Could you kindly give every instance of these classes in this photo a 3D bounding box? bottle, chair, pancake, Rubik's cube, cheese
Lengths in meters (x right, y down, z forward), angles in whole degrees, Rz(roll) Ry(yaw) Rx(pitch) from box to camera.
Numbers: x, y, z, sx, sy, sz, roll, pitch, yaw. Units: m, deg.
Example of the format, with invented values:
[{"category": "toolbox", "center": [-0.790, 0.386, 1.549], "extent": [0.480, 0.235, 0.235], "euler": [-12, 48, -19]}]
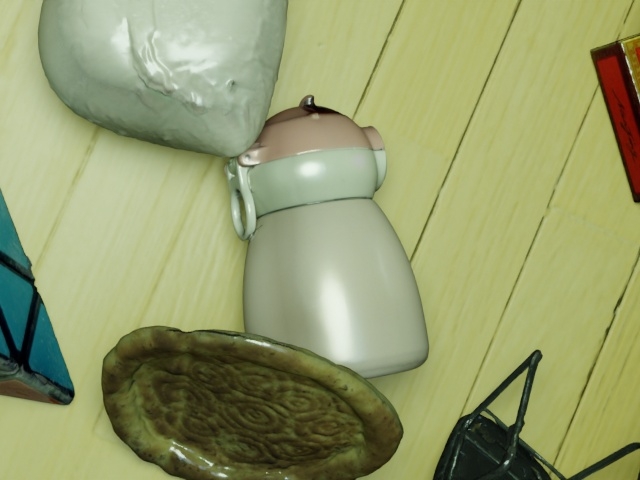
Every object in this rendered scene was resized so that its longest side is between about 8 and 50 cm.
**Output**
[{"category": "bottle", "center": [0.000, 0.000, 1.003], "extent": [0.148, 0.147, 0.236], "euler": [-8, 84, -11]}, {"category": "chair", "center": [0.149, 0.226, 1.055], "extent": [0.140, 0.221, 0.145], "euler": [42, 40, -9]}, {"category": "pancake", "center": [-0.057, 0.138, 0.955], "extent": [0.250, 0.250, 0.031], "euler": [22, 51, -11]}, {"category": "Rubik's cube", "center": [-0.325, 0.021, 0.930], "extent": [0.233, 0.228, 0.228], "euler": [38, 127, 25]}, {"category": "cheese", "center": [-0.126, -0.169, 0.961], "extent": [0.189, 0.154, 0.198], "euler": [9, 76, -11]}]

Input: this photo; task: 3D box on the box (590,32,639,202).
[{"category": "box", "center": [0.385, -0.140, 1.114], "extent": [0.240, 0.074, 0.153], "euler": [-18, 98, -12]}]
